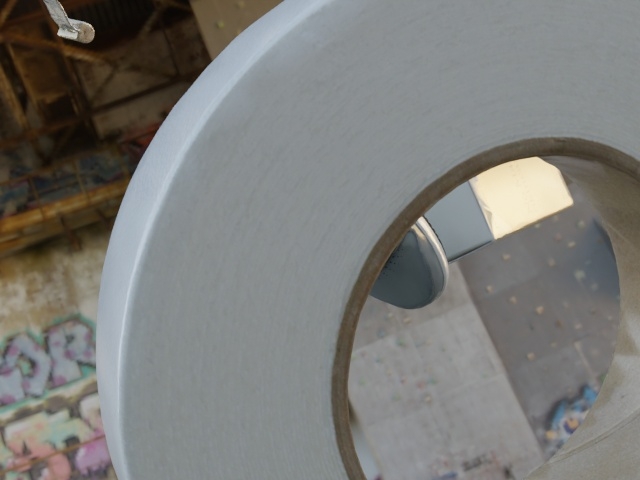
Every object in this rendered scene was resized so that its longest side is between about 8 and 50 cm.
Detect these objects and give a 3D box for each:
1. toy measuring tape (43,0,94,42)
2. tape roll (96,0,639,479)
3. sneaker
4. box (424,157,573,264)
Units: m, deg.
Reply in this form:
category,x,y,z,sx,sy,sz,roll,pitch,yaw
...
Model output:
category,x,y,z,sx,sy,sz,roll,pitch,yaw
toy measuring tape,-0.277,-0.349,0.873,0.121,0.121,0.330,-24,-44,0
tape roll,0.089,0.050,0.450,0.392,0.392,0.072,-18,17,-17
sneaker,0.000,0.000,0.765,0.295,0.178,0.124,39,-59,-21
box,0.172,-0.061,1.050,0.121,0.148,0.311,-26,-3,31
